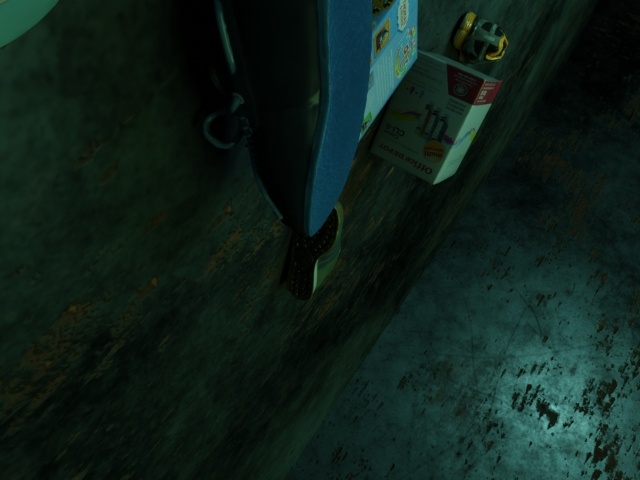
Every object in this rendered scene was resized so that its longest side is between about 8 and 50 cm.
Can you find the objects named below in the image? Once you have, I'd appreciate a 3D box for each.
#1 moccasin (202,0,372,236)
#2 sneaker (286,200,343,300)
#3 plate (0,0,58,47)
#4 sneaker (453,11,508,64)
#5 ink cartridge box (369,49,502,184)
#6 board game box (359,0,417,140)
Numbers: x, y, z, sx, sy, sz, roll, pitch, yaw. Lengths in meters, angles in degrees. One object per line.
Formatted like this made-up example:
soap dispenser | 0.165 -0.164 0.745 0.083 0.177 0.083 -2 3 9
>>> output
moccasin | -0.027 -0.147 0.410 0.342 0.117 0.137 93 21 -47
sneaker | 0.000 0.000 0.796 0.086 0.064 0.192 -48 161 -51
plate | -0.158 -0.153 0.194 0.188 0.024 0.188 -50 161 -24
sneaker | 0.315 -0.370 0.978 0.215 0.083 0.084 -27 142 -60
ink cartridge box | 0.186 -0.201 0.840 0.127 0.128 0.176 -28 144 -57
board game box | 0.051 -0.201 0.632 0.211 0.039 0.160 -55 162 -9
